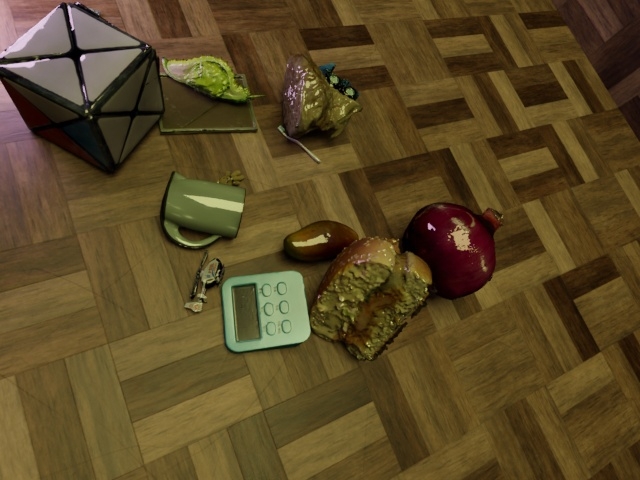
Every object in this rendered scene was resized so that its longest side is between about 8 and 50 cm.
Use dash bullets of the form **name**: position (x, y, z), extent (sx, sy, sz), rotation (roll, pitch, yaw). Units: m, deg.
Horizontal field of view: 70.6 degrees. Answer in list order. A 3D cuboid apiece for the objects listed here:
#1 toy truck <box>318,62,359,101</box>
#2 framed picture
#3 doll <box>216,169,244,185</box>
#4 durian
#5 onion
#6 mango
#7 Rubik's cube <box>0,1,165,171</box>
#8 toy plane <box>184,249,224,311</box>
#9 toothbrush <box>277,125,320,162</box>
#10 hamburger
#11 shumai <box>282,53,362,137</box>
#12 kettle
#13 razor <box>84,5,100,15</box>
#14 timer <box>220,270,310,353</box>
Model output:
- **toy truck**: position (0.047, -0.596, 1.752), extent (0.208, 0.113, 0.126), rotation (33, 58, -9)
- **framed picture**: position (-0.407, -0.487, 1.594), extent (0.335, 0.022, 0.247), rotation (-8, 72, -22)
- **doll**: position (-0.303, -0.204, 1.520), extent (0.061, 0.051, 0.093), rotation (47, 33, 3)
- **durian**: position (-0.373, -0.564, 1.568), extent (0.376, 0.106, 0.132), rotation (20, 69, -7)
- **onion**: position (0.472, 0.002, 1.530), extent (0.385, 0.348, 0.347), rotation (-34, 84, -12)
- **mango**: position (0.000, 0.000, 1.501), extent (0.268, 0.111, 0.133), rotation (-8, 88, -24)
- **Rubik's cube**: position (-0.671, -0.438, 1.317), extent (0.307, 0.305, 0.310), rotation (29, 65, 1)
- **toy plane**: position (-0.342, 0.124, 1.365), extent (0.078, 0.053, 0.197), rotation (16, 64, -5)
- **toothbrush**: position (-0.079, -0.352, 1.666), extent (0.204, 0.017, 0.022), rotation (41, 81, -1)
- **hamburger**: position (0.146, 0.137, 1.369), extent (0.268, 0.445, 0.287), rotation (26, 42, 0)
- **shumai**: position (0.009, -0.517, 1.621), extent (0.263, 0.267, 0.313), rotation (-2, 73, -21)
- **kettle**: position (-0.367, -0.080, 1.386), extent (0.237, 0.161, 0.221), rotation (12, 97, -15)
- **razor**: position (-0.808, -0.723, 1.531), extent (0.068, 0.037, 0.191), rotation (12, 66, -17)
- **timer**: position (-0.170, 0.214, 1.371), extent (0.250, 0.091, 0.231), rotation (-4, 72, -18)
